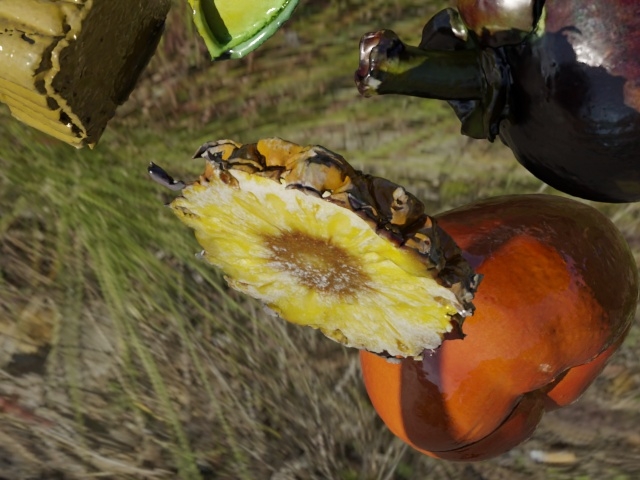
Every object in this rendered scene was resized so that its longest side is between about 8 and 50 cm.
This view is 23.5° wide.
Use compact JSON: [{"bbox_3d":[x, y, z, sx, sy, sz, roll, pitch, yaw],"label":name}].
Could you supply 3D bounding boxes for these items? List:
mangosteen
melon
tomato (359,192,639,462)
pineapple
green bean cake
[{"bbox_3d":[0.165,-0.133,1.085,0.289,0.231,0.231,-9,80,-1],"label":"mangosteen"},{"bbox_3d":[-0.068,-0.308,1.320,0.129,0.265,0.169,-10,41,14],"label":"melon"},{"bbox_3d":[0.141,0.069,1.287,0.260,0.260,0.180,-36,64,-5],"label":"tomato"},{"bbox_3d":[0.000,0.000,0.932,0.221,0.221,0.047,24,65,6],"label":"pineapple"},{"bbox_3d":[-0.256,-0.231,1.581,0.131,0.229,0.224,22,76,13],"label":"green bean cake"}]
